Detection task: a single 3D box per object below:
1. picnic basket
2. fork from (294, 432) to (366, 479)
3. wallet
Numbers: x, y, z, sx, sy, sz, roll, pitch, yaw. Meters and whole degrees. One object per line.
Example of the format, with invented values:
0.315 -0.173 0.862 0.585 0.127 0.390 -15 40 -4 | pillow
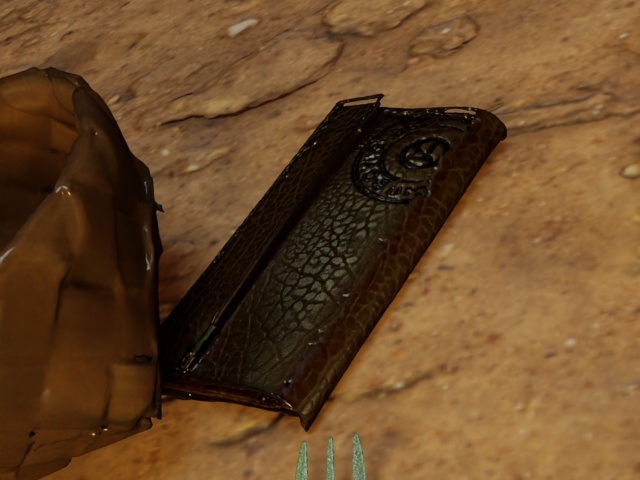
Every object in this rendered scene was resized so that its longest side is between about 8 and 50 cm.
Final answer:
-0.273 -0.008 0.614 0.337 0.337 0.293 -23 34 7 | picnic basket
-0.010 0.179 0.473 0.039 0.021 0.235 -16 37 24 | fork
0.000 0.000 0.683 0.132 0.039 0.243 8 48 39 | wallet
